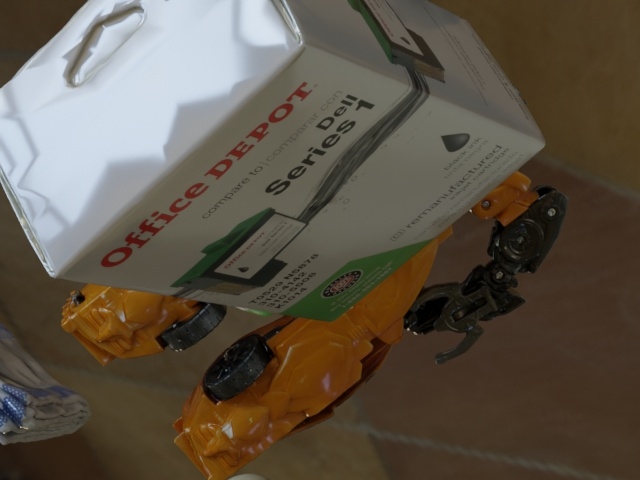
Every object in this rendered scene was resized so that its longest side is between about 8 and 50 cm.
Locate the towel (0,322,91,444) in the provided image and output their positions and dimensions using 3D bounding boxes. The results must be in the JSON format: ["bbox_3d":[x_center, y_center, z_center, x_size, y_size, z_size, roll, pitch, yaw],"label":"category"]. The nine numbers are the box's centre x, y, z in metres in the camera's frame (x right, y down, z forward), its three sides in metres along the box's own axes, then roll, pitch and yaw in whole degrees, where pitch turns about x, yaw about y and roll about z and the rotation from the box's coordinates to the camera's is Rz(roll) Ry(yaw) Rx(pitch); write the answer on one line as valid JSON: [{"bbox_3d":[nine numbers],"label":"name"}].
[{"bbox_3d":[-0.262,0.020,0.987,0.285,0.034,0.209,47,178,7],"label":"towel"}]

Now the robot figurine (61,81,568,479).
[{"bbox_3d":[0.000,0.000,0.907,0.211,0.291,0.085,50,-177,-16],"label":"robot figurine"}]

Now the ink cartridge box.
[{"bbox_3d":[-0.021,-0.049,0.708,0.160,0.219,0.092,-41,63,23],"label":"ink cartridge box"}]

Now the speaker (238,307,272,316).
[{"bbox_3d":[-0.148,-0.044,1.600,0.297,0.131,0.131,35,146,-11],"label":"speaker"}]

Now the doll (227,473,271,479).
[{"bbox_3d":[-0.075,0.192,0.723,0.046,0.189,0.129,34,-175,-31],"label":"doll"}]
